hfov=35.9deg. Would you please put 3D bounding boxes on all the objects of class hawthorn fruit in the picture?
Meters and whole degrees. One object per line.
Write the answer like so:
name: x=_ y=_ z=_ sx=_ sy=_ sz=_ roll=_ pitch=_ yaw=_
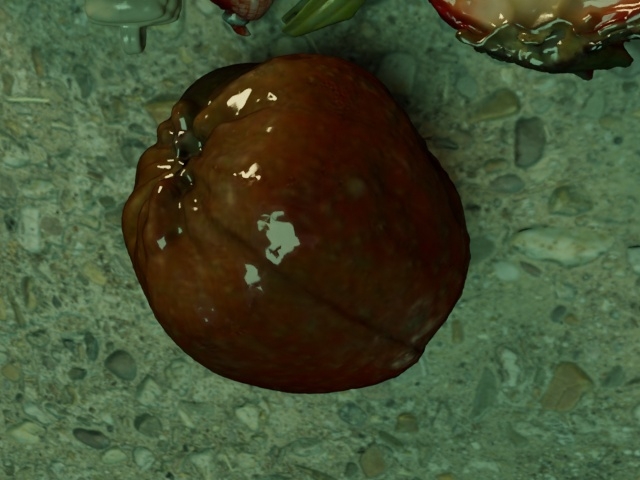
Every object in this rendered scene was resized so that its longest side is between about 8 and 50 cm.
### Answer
hawthorn fruit: x=-0.015 y=-0.012 z=0.749 sx=0.262 sy=0.258 sz=0.258 roll=18 pitch=125 yaw=-9

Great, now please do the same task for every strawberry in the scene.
strawberry: x=0.168 y=-0.229 z=0.654 sx=0.190 sy=0.111 sz=0.236 roll=13 pitch=101 yaw=20

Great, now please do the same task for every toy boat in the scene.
toy boat: x=0.023 y=-0.220 z=0.711 sx=0.066 sy=0.065 sz=0.172 roll=29 pitch=117 yaw=-16

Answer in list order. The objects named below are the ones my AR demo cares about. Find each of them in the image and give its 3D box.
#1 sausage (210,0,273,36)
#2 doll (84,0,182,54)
sausage: x=-0.049 y=-0.271 z=0.694 sx=0.074 sy=0.074 sz=0.274 roll=15 pitch=124 yaw=6
doll: x=-0.137 y=-0.274 z=0.665 sx=0.119 sy=0.138 sz=0.293 roll=-4 pitch=100 yaw=-6
